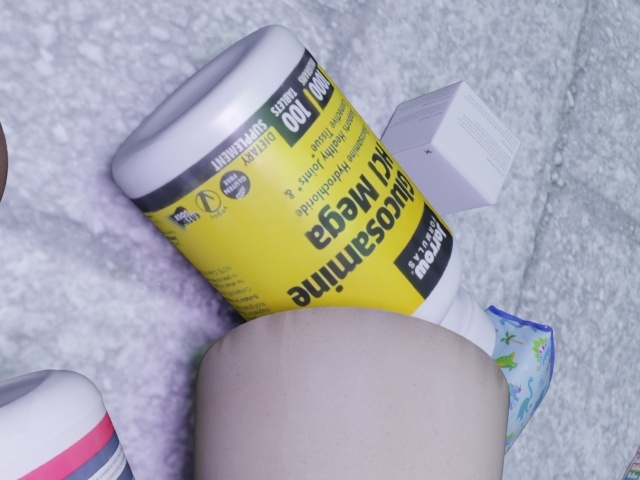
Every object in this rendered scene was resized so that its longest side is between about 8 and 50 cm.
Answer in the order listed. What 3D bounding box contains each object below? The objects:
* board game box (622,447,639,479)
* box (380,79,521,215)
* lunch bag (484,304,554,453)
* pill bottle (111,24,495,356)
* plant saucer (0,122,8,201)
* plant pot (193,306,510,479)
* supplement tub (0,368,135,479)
[{"bbox_3d":[0.414,0.324,1.112,0.154,0.026,0.103,-46,109,-31],"label":"board game box"},{"bbox_3d":[0.129,-0.091,0.925,0.101,0.102,0.087,41,60,-24],"label":"box"},{"bbox_3d":[0.179,0.166,0.930,0.129,0.096,0.151,-45,138,-31],"label":"lunch bag"},{"bbox_3d":[0.000,0.000,0.766,0.334,0.188,0.188,48,60,-20],"label":"pill bottle"},{"bbox_3d":[-0.306,-0.058,0.639,0.168,0.029,0.169,-3,96,-34],"label":"plant saucer"},{"bbox_3d":[0.014,0.234,0.650,0.256,0.256,0.274,31,44,-28],"label":"plant pot"},{"bbox_3d":[-0.172,0.228,0.502,0.191,0.191,0.272,-24,96,-35],"label":"supplement tub"}]
